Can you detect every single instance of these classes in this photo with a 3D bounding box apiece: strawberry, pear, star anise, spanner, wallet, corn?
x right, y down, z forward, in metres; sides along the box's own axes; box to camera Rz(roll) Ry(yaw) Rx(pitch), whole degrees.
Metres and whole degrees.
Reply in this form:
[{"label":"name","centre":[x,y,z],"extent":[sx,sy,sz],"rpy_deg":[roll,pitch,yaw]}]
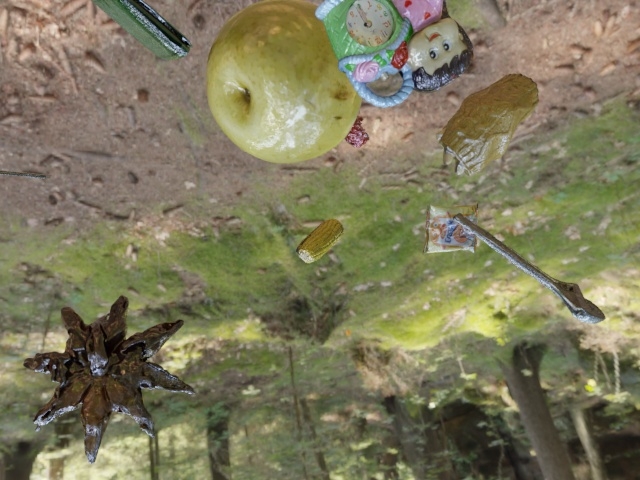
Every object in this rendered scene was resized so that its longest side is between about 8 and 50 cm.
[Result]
[{"label":"strawberry","centre":[0.111,-0.387,1.955],"extent":[0.086,0.145,0.145],"rpy_deg":[-32,146,19]},{"label":"pear","centre":[-0.072,-0.332,1.207],"extent":[0.348,0.348,0.348],"rpy_deg":[-10,151,-6]},{"label":"star anise","centre":[-0.328,0.197,0.879],"extent":[0.272,0.272,0.102],"rpy_deg":[-7,157,-11]},{"label":"spanner","centre":[0.384,0.049,1.058],"extent":[0.093,0.325,0.026],"rpy_deg":[-39,162,-57]},{"label":"wallet","centre":[-0.440,-0.533,1.389],"extent":[0.160,0.055,0.236],"rpy_deg":[10,158,48]},{"label":"corn","centre":[0.000,0.000,1.557],"extent":[0.072,0.072,0.203],"rpy_deg":[-38,-177,37]}]

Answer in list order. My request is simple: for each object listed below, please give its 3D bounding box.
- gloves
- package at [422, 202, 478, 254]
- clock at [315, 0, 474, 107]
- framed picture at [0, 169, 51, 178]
[{"label":"gloves","centre":[0.464,-0.340,1.614],"extent":[0.356,0.203,0.155],"rpy_deg":[-48,142,-9]},{"label":"package","centre":[0.268,-0.024,1.163],"extent":[0.121,0.031,0.108],"rpy_deg":[-3,110,-8]},{"label":"clock","centre":[0.114,-0.299,0.844],"extent":[0.194,0.195,0.100],"rpy_deg":[-34,-172,-4]},{"label":"framed picture","centre":[-0.892,-0.185,1.498],"extent":[0.324,0.013,0.244],"rpy_deg":[5,-176,-23]}]
